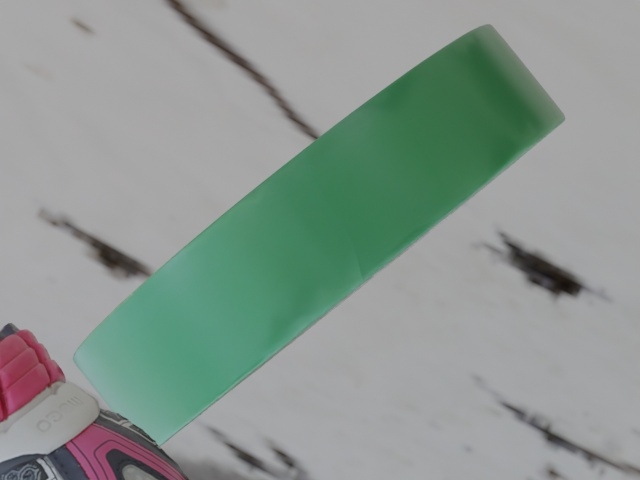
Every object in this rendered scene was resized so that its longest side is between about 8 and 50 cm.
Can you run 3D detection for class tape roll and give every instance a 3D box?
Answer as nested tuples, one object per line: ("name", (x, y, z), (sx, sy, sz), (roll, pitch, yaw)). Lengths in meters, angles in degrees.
("tape roll", (0.000, 0.000, 1.087), (0.077, 0.321, 0.321), (52, 169, 2))

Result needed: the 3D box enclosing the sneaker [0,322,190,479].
("sneaker", (-0.120, 0.171, 0.619), (0.112, 0.121, 0.299), (35, 131, 14))
